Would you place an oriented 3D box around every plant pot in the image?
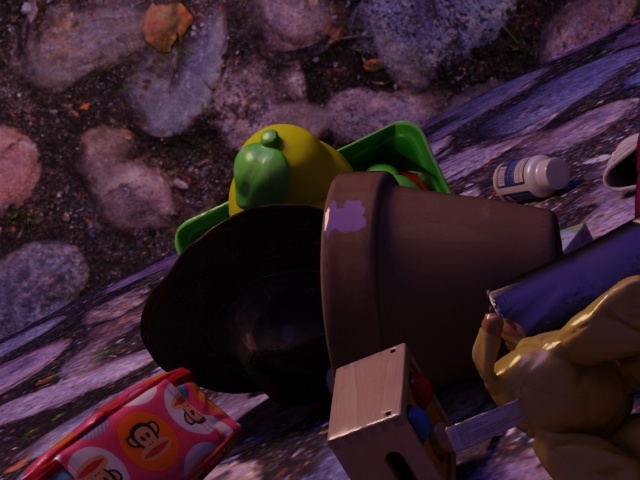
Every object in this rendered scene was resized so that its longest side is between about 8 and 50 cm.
[{"bbox_3d":[0.139,0.047,1.447,0.229,0.263,0.263,-5,15,13],"label":"plant pot"}]

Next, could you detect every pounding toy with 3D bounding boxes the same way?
[{"bbox_3d":[0.086,0.175,1.227,0.100,0.141,0.130,-23,25,18],"label":"pounding toy"}]

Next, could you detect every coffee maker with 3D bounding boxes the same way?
[{"bbox_3d":[0.249,0.051,1.281,0.178,0.171,0.120,-27,26,4],"label":"coffee maker"}]

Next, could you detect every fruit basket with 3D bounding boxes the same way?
[{"bbox_3d":[0.000,0.000,1.785,0.392,0.283,0.392,-24,-7,-3],"label":"fruit basket"}]

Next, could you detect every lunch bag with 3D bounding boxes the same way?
[{"bbox_3d":[-0.231,0.274,1.377,0.293,0.120,0.258,-33,-15,-49],"label":"lunch bag"}]

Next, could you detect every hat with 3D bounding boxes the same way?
[{"bbox_3d":[-0.043,0.114,1.630,0.331,0.331,0.134,-26,50,0],"label":"hat"}]

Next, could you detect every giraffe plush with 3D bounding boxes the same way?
[{"bbox_3d":[0.207,0.118,1.090,0.210,0.181,0.170,-7,1,8],"label":"giraffe plush"}]

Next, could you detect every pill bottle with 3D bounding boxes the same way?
[{"bbox_3d":[0.328,-0.097,2.127,0.067,0.067,0.120,-32,12,-29],"label":"pill bottle"}]

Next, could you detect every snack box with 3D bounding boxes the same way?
[{"bbox_3d":[0.271,0.031,1.704,0.100,0.037,0.141,-18,13,34],"label":"snack box"}]

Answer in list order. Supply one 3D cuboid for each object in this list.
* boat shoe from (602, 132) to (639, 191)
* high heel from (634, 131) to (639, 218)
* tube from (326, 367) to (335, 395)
[{"bbox_3d":[0.493,-0.124,1.836,0.258,0.095,0.084,-31,8,43],"label":"boat shoe"},{"bbox_3d":[0.403,-0.043,1.626,0.181,0.127,0.377,-61,-9,3],"label":"high heel"},{"bbox_3d":[0.091,0.130,1.634,0.080,0.052,0.207,-14,11,45],"label":"tube"}]
